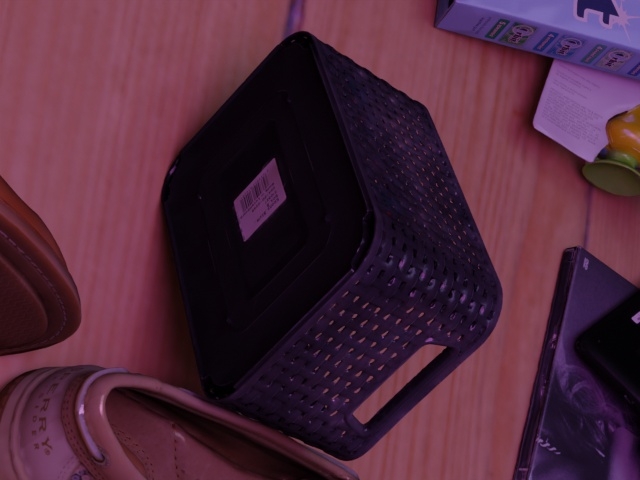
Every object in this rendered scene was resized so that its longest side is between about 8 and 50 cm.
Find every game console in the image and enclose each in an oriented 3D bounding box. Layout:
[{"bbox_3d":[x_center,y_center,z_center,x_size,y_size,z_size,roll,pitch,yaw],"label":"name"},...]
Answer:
[{"bbox_3d":[0.216,0.092,1.136,0.107,0.071,0.122,45,46,15],"label":"game console"}]

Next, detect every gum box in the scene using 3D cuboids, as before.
[{"bbox_3d":[0.170,-0.186,1.131,0.184,0.041,0.157,12,69,-13],"label":"gum box"}]

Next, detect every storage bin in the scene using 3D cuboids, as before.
[{"bbox_3d":[0.000,0.000,0.881,0.084,0.122,0.180,28,28,-33],"label":"storage bin"}]

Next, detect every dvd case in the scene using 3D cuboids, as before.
[{"bbox_3d":[0.216,0.126,1.148,0.221,0.018,0.164,34,58,-30],"label":"dvd case"}]

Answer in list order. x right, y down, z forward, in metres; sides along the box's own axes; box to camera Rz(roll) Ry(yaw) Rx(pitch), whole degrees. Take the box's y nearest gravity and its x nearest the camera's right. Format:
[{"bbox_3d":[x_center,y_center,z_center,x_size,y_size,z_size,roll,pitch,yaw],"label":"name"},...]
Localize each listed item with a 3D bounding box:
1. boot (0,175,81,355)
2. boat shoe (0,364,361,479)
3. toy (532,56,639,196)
[{"bbox_3d":[-0.202,-0.089,0.801,0.283,0.109,0.220,40,33,-42],"label":"boot"},{"bbox_3d":[-0.028,0.145,0.881,0.285,0.089,0.104,30,60,-32],"label":"boat shoe"},{"bbox_3d":[0.218,-0.133,1.187,0.137,0.056,0.237,29,63,-16],"label":"toy"}]
